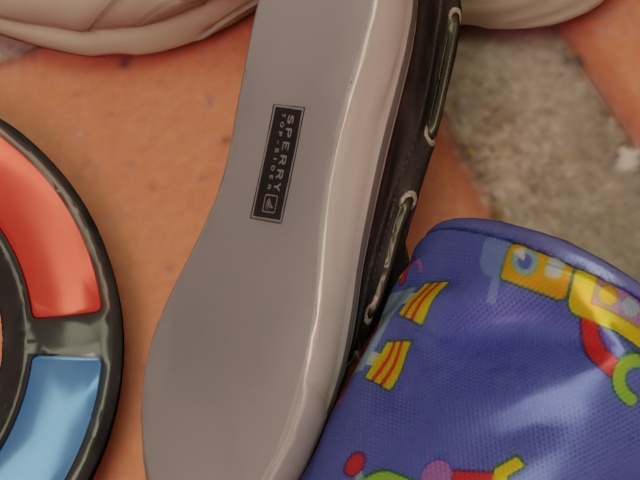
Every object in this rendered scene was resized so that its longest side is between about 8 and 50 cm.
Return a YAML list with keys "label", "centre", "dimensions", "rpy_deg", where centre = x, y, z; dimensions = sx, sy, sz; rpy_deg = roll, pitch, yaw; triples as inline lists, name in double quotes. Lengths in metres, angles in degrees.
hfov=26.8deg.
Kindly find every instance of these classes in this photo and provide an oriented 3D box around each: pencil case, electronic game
- label: "pencil case"
  centre: [0.028, 0.145, 0.410]
  dimensions: [0.133, 0.119, 0.306]
  rpy_deg: [14, 68, 36]
- label: "electronic game"
  centre: [-0.187, 0.041, 0.492]
  dimensions: [0.229, 0.048, 0.229]
  rpy_deg: [2, 69, -5]

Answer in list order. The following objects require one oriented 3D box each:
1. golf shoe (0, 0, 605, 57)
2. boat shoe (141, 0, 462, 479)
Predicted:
- label: "golf shoe"
  centre: [-0.025, -0.150, 0.523]
  dimensions: [0.306, 0.140, 0.115]
  rpy_deg: [-5, 70, 4]
- label: "boat shoe"
  centre: [0.000, 0.000, 0.488]
  dimensions: [0.080, 0.076, 0.228]
  rpy_deg: [13, 91, 42]
